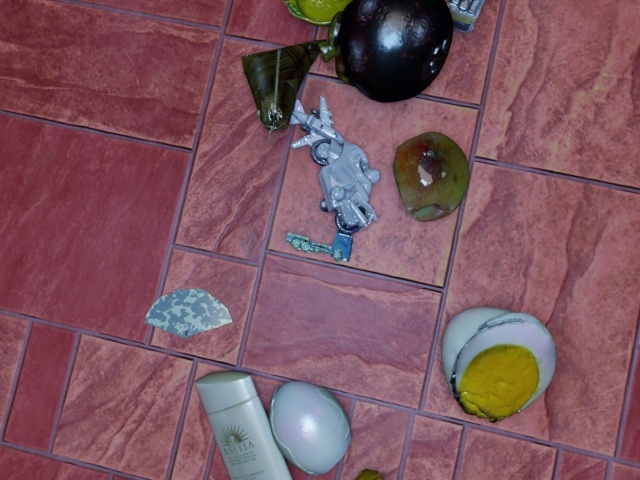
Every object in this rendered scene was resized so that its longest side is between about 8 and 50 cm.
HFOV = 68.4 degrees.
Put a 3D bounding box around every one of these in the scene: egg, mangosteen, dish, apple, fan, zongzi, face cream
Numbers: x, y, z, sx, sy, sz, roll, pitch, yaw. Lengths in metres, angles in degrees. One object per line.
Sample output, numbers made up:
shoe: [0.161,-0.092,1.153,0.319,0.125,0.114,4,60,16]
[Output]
egg: [-0.034,0.440,1.138,0.217,0.183,0.183,42,89,3]
mangosteen: [0.172,-0.499,1.161,0.296,0.297,0.313,-32,49,1]
dish: [0.002,-0.643,1.275,0.207,0.080,0.149,-1,89,2]
apple: [0.278,-0.159,1.172,0.207,0.173,0.189,9,60,-38]
fan: [-0.353,0.195,1.264,0.240,0.009,0.131,0,85,4]
zongzi: [-0.065,-0.408,1.229,0.241,0.111,0.248,-18,69,1]
face cream: [-0.192,0.491,1.184,0.173,0.081,0.349,-25,84,26]
egg: [0.411,0.279,1.140,0.264,0.174,0.286,-34,109,1]

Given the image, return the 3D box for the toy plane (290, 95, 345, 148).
toy plane: [-0.009,-0.304,1.258,0.171,0.065,0.162,29,85,10]

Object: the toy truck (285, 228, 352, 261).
toy truck: [0.000,0.000,1.234,0.175,0.067,0.081,15,81,8]

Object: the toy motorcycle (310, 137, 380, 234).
toy motorcycle: [0.079,-0.151,1.213,0.170,0.110,0.260,-17,82,-15]

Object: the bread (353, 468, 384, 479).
bread: [0.069,0.668,1.112,0.269,0.195,0.143,-33,78,5]

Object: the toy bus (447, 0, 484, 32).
toy bus: [0.417,-0.715,1.225,0.097,0.138,0.343,23,86,4]
